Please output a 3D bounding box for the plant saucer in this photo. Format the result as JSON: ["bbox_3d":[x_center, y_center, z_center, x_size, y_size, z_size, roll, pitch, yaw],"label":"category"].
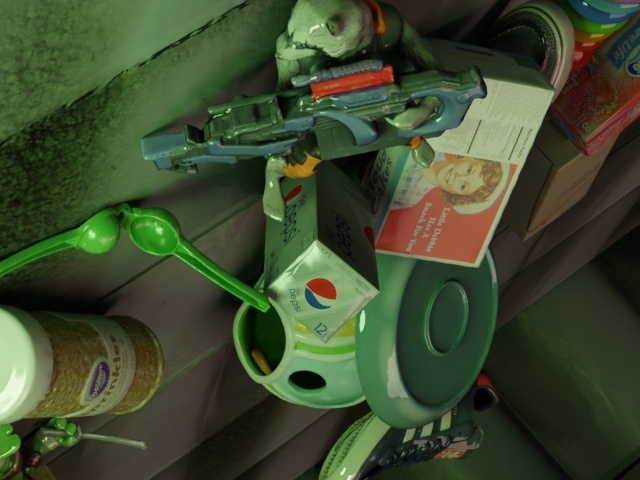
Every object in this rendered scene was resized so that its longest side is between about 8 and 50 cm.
[{"bbox_3d":[0.156,0.100,2.103,0.317,0.043,0.318,-17,111,-51],"label":"plant saucer"}]

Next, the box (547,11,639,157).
[{"bbox_3d":[0.457,-0.278,2.306,0.300,0.142,0.154,-41,166,3],"label":"box"}]

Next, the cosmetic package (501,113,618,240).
[{"bbox_3d":[0.387,-0.135,2.627,0.160,0.113,0.309,-36,164,-15],"label":"cosmetic package"}]

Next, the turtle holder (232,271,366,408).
[{"bbox_3d":[0.026,0.106,2.157,0.227,0.243,0.320,-10,175,-37],"label":"turtle holder"}]

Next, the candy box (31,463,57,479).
[{"bbox_3d":[-0.504,0.447,2.168,0.316,0.087,0.183,-29,162,-38],"label":"candy box"}]

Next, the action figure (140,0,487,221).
[{"bbox_3d":[-0.016,-0.147,1.608,0.341,0.179,0.330,-8,154,-5],"label":"action figure"}]

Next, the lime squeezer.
[{"bbox_3d":[-0.204,0.014,1.625,0.310,0.110,0.059,7,158,-30],"label":"lime squeezer"}]

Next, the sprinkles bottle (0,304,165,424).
[{"bbox_3d":[-0.288,0.134,1.715,0.121,0.121,0.355,-42,166,9],"label":"sprinkles bottle"}]

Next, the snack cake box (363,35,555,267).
[{"bbox_3d":[0.160,-0.104,1.917,0.152,0.089,0.264,8,122,-21],"label":"snack cake box"}]

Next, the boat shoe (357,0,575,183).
[{"bbox_3d":[0.180,-0.160,1.994,0.158,0.127,0.340,-27,161,-44],"label":"boat shoe"}]

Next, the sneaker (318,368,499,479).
[{"bbox_3d":[0.140,0.276,2.227,0.350,0.148,0.131,-41,-179,-39],"label":"sneaker"}]

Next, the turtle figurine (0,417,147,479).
[{"bbox_3d":[-0.335,0.318,2.012,0.266,0.274,0.198,65,41,-71],"label":"turtle figurine"}]

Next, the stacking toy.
[{"bbox_3d":[0.344,-0.312,1.997,0.141,0.141,0.330,-35,172,-19],"label":"stacking toy"}]

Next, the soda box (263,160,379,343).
[{"bbox_3d":[0.000,0.000,1.815,0.091,0.098,0.286,-45,-164,17],"label":"soda box"}]
